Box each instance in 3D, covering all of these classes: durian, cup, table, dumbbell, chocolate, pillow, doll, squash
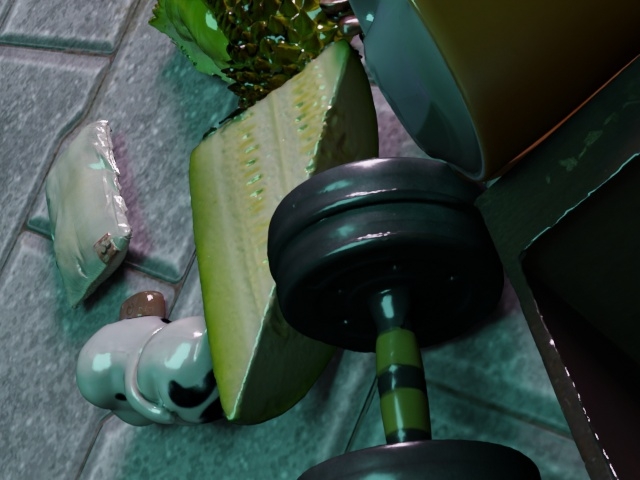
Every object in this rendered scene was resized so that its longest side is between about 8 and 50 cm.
[{"bbox_3d":[-0.077,-0.230,1.137,0.352,0.158,0.169,48,138,46],"label":"durian"},{"bbox_3d":[0.149,-0.154,0.676,0.264,0.226,0.182,-31,50,-2],"label":"cup"},{"bbox_3d":[0.255,0.020,0.531,0.250,0.196,0.282,-43,24,17],"label":"table"},{"bbox_3d":[0.059,0.104,0.744,0.185,0.185,0.388,-26,52,32],"label":"dumbbell"},{"bbox_3d":[-0.194,0.099,1.103,0.064,0.031,0.100,-25,54,38],"label":"chocolate"},{"bbox_3d":[-0.271,-0.036,1.235,0.128,0.051,0.229,-48,42,25],"label":"pillow"},{"bbox_3d":[-0.141,0.122,0.983,0.181,0.110,0.106,-1,58,43],"label":"doll"},{"bbox_3d":[0.000,0.000,0.909,0.203,0.111,0.288,-32,51,22],"label":"squash"}]

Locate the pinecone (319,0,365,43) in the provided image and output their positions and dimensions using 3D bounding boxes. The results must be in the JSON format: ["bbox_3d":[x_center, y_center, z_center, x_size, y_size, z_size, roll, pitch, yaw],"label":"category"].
[{"bbox_3d":[0.104,-0.216,0.887,0.179,0.150,0.195,35,80,4],"label":"pinecone"}]
